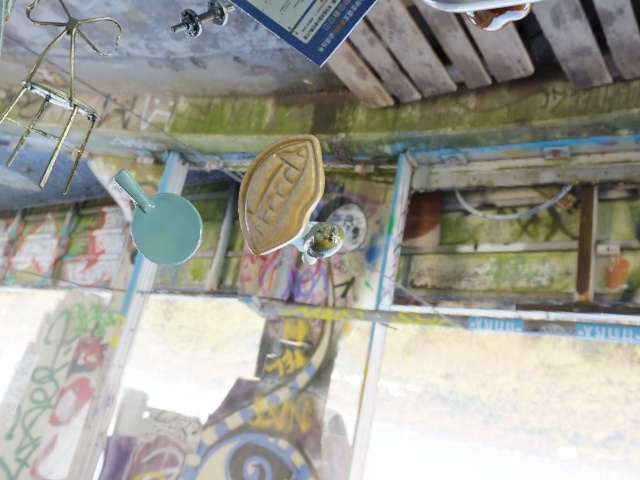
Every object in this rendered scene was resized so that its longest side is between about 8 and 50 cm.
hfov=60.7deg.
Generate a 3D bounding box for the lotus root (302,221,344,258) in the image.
[{"bbox_3d":[0.001,0.003,1.305,0.088,0.088,0.165,20,161,-22],"label":"lotus root"}]

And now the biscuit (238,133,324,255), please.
[{"bbox_3d":[-0.069,-0.078,0.902,0.142,0.221,0.029,37,-163,21],"label":"biscuit"}]

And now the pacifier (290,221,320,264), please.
[{"bbox_3d":[-0.027,0.010,1.503,0.126,0.117,0.150,-23,144,18],"label":"pacifier"}]

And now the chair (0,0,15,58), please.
[{"bbox_3d":[-0.734,-0.530,1.175,0.136,0.147,0.270,16,152,-25],"label":"chair"}]

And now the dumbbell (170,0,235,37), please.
[{"bbox_3d":[-0.342,-0.656,1.609,0.081,0.254,0.082,24,135,26],"label":"dumbbell"}]

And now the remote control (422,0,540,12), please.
[{"bbox_3d":[0.362,-0.554,1.131,0.331,0.221,0.104,-5,138,12],"label":"remote control"}]

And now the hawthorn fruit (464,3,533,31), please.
[{"bbox_3d":[0.418,-0.647,1.348,0.248,0.208,0.208,33,156,-15],"label":"hawthorn fruit"}]

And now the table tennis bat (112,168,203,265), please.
[{"bbox_3d":[-0.354,-0.055,1.164,0.237,0.149,0.038,47,179,0],"label":"table tennis bat"}]

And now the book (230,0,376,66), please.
[{"bbox_3d":[-0.079,-0.637,1.284,0.427,0.039,0.300,30,131,-24],"label":"book"}]

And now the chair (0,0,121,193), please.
[{"bbox_3d":[-0.486,-0.262,1.020,0.159,0.326,0.170,24,178,-5],"label":"chair"}]
